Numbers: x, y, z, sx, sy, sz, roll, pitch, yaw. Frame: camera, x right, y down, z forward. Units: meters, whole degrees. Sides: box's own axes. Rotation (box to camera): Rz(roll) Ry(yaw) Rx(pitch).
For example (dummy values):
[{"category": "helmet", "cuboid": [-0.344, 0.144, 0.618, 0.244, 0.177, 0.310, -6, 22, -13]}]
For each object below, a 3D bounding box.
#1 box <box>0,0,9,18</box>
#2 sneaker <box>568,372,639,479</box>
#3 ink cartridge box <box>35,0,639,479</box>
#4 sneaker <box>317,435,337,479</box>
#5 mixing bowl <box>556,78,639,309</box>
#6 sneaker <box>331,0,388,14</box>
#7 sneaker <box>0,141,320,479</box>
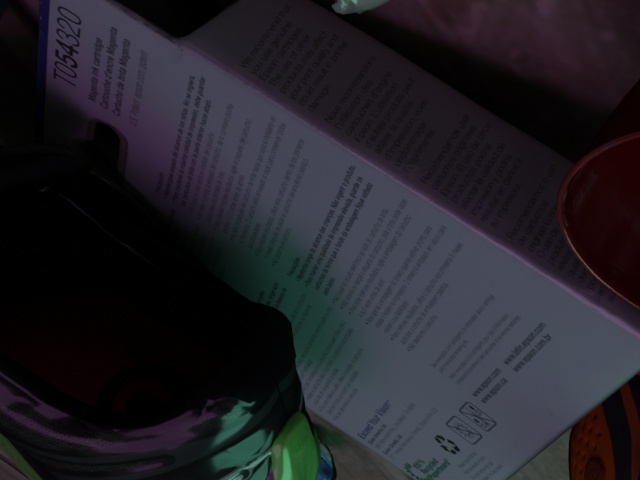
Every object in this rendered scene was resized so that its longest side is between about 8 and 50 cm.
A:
[{"category": "box", "cuboid": [-0.292, -0.138, 0.777, 0.244, 0.060, 0.100, 7, 152, 26]}, {"category": "sneaker", "cuboid": [0.228, 0.085, 0.778, 0.124, 0.180, 0.321, 25, 122, -28]}, {"category": "ink cartridge box", "cuboid": [0.000, 0.000, 0.811, 0.330, 0.071, 0.324, 34, 155, 3]}, {"category": "sneaker", "cuboid": [-0.066, 0.178, 1.238, 0.162, 0.073, 0.063, 16, 155, 9]}, {"category": "mixing bowl", "cuboid": [0.193, -0.033, 0.587, 0.181, 0.098, 0.181, 17, 154, 8]}, {"category": "sneaker", "cuboid": [0.016, -0.198, 0.400, 0.146, 0.102, 0.293, -11, 138, 24]}, {"category": "sneaker", "cuboid": [-0.209, -0.001, 0.822, 0.482, 0.185, 0.202, 23, 141, 9]}]
